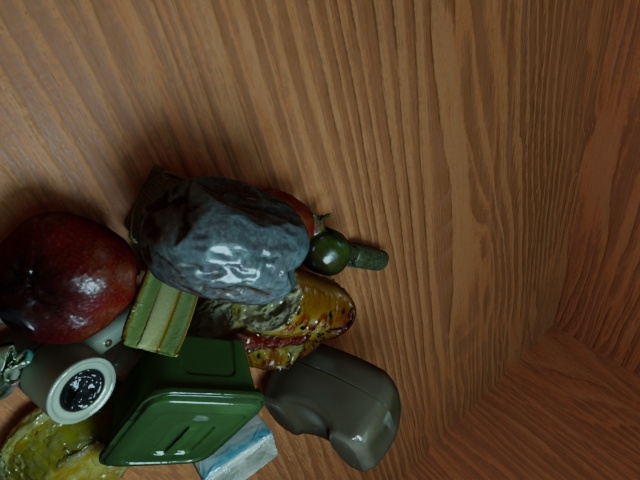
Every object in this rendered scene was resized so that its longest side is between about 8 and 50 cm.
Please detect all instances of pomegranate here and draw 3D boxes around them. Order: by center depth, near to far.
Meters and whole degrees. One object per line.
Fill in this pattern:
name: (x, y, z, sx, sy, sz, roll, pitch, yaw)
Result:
pomegranate: (0.000, 0.000, 1.213, 0.131, 0.152, 0.191, -34, 114, -25)

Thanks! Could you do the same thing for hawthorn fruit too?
hawthorn fruit: (-0.430, 0.072, 0.833, 0.266, 0.210, 0.230, 14, 100, -63)

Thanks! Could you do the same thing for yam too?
yam: (0.140, 0.053, 1.413, 0.179, 0.078, 0.078, 14, 106, -49)

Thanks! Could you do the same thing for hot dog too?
hot dog: (-0.097, 0.216, 1.185, 0.367, 0.196, 0.365, -32, 153, 24)

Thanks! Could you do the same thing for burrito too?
burrito: (-0.631, 0.257, 0.785, 0.309, 0.066, 0.096, -23, 112, 5)

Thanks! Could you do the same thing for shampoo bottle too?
shampoo bottle: (-0.428, 0.304, 1.071, 0.074, 0.074, 0.192, -46, 137, -9)

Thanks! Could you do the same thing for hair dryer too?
hair dryer: (-0.427, 0.185, 0.938, 0.362, 0.203, 0.128, -38, 135, -41)

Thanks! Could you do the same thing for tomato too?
tomato: (-0.099, -0.031, 1.080, 0.151, 0.187, 0.187, -40, 143, -53)

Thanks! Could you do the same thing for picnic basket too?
picnic basket: (-0.310, -0.061, 0.934, 0.115, 0.079, 0.164, 22, 100, -46)

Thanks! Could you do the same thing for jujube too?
jujube: (-0.179, 0.007, 0.854, 0.308, 0.246, 0.215, 19, 117, -26)

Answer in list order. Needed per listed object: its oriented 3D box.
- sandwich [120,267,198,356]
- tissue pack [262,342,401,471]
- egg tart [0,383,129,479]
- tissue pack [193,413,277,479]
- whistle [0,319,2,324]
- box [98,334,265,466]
sandwich: (-0.322, 0.142, 0.929, 0.117, 0.144, 0.187, 19, 63, -16)
tissue pack: (0.046, 0.470, 1.373, 0.276, 0.387, 0.267, -54, 141, -31)
egg tart: (-0.541, 0.484, 1.046, 0.341, 0.132, 0.341, -24, 131, -30)
tissue pack: (-0.262, 0.494, 1.195, 0.202, 0.271, 0.124, -24, 129, -29)
whistle: (-0.689, 0.181, 0.705, 0.346, 0.142, 0.133, -29, 140, -44)
box: (-0.296, 0.341, 0.975, 0.253, 0.177, 0.328, 18, 130, -33)
